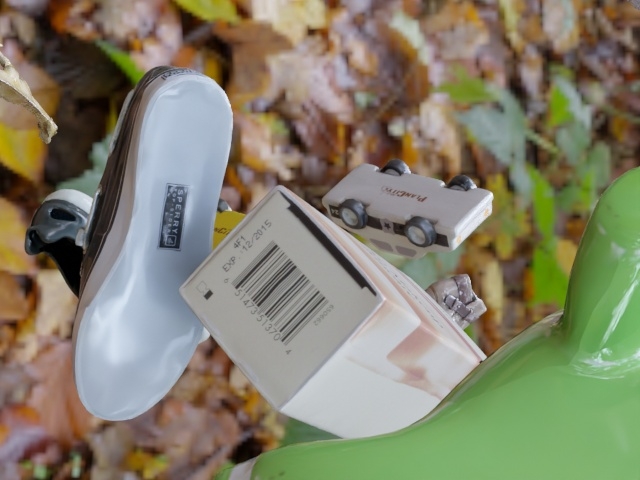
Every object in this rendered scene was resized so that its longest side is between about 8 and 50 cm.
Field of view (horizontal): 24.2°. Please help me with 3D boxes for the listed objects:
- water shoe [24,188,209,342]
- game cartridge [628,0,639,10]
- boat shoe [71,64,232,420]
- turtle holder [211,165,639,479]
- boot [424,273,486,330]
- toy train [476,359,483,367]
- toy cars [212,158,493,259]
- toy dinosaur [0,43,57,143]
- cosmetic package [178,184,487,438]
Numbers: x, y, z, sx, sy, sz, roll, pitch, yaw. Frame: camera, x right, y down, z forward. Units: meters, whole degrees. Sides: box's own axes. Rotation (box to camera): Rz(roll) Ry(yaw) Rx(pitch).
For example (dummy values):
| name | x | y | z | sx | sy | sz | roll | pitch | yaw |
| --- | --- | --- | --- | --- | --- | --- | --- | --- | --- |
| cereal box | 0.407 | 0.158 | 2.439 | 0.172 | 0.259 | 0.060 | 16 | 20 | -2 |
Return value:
| name | x | y | z | sx | sy | sz | roll | pitch | yaw |
| --- | --- | --- | --- | --- | --- | --- | --- | --- | --- |
| water shoe | -0.192 | 0.043 | 1.392 | 0.203 | 0.073 | 0.080 | 42 | 44 | -14 |
| game cartridge | 0.377 | -0.390 | 1.526 | 0.196 | 0.060 | 0.294 | 40 | 88 | -25 |
| boat shoe | -0.159 | -0.001 | 1.293 | 0.113 | 0.105 | 0.306 | 4 | 101 | -26 |
| turtle holder | 0.113 | 0.140 | 0.393 | 0.320 | 0.243 | 0.227 | -13 | 134 | -23 |
| boot | 0.134 | 0.090 | 1.570 | 0.042 | 0.087 | 0.118 | 53 | -10 | 45 |
| toy train | 0.135 | 0.079 | 1.002 | 0.017 | 0.083 | 0.024 | -30 | 86 | -47 |
| toy cars | 0.000 | 0.000 | 1.673 | 0.176 | 0.393 | 0.087 | -93 | 170 | -56 |
| toy dinosaur | -0.327 | -0.165 | 1.549 | 0.053 | 0.092 | 0.183 | -49 | 152 | -1 |
| cosmetic package | 0.026 | 0.083 | 1.302 | 0.129 | 0.153 | 0.296 | -46 | 152 | 5 |
